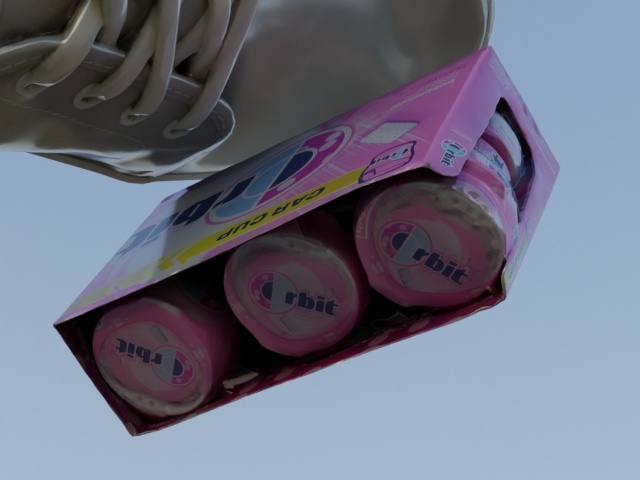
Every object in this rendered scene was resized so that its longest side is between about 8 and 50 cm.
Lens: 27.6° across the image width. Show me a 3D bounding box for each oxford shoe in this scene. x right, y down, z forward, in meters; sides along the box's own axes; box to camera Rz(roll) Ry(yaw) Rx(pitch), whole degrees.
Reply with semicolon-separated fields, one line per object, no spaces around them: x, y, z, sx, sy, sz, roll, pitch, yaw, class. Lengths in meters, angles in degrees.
-0.089;-0.097;0.512;0.449;0.169;0.130;4;17;-40;oxford shoe

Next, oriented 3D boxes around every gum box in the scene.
0.000;0.000;0.517;0.188;0.107;0.062;-23;-71;30;gum box
